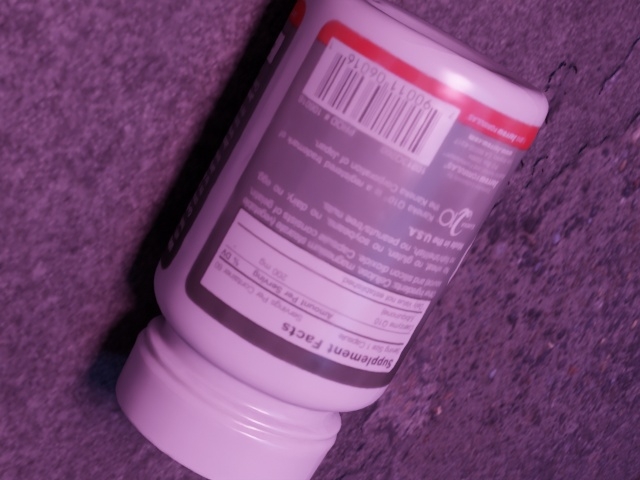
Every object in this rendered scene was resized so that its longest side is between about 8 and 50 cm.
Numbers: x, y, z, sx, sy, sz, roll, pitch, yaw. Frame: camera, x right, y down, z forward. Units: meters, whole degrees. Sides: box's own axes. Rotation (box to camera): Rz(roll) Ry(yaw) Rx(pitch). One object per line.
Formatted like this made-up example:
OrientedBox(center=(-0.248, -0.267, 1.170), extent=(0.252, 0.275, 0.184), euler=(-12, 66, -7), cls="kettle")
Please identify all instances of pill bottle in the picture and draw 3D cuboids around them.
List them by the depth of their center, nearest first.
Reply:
OrientedBox(center=(0.000, 0.000, 0.852), extent=(0.161, 0.161, 0.283), euler=(11, 113, -54), cls="pill bottle")
